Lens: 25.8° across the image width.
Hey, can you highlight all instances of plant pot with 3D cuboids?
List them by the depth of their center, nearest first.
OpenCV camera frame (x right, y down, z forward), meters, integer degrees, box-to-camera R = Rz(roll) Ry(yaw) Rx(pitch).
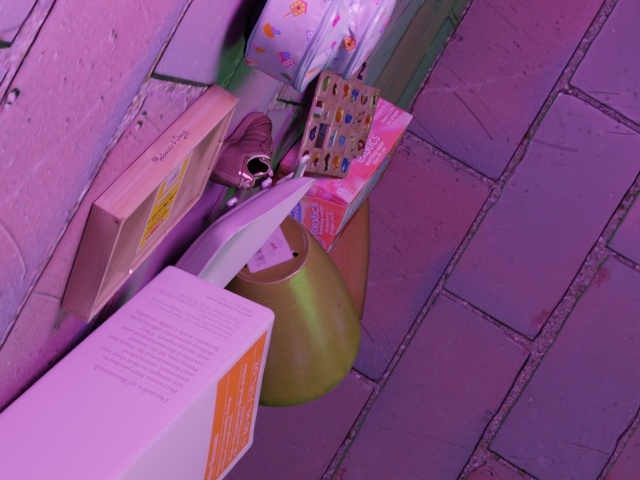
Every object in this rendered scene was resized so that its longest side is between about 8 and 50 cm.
[{"bbox_3d":[-0.075,0.089,2.298,0.275,0.274,0.293,-57,160,-25],"label":"plant pot"},{"bbox_3d":[0.000,0.000,2.674,0.237,0.237,0.254,56,50,-84],"label":"plant pot"}]

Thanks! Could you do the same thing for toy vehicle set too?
[{"bbox_3d":[-0.184,-0.044,1.533,0.267,0.035,0.166,-53,172,-48],"label":"toy vehicle set"}]

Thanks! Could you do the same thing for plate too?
[{"bbox_3d":[-0.149,0.029,1.939,0.278,0.045,0.277,-48,174,30],"label":"plate"}]

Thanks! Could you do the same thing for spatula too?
[{"bbox_3d":[-0.083,-0.072,2.050,0.168,0.019,0.242,-31,175,-9],"label":"spatula"}]

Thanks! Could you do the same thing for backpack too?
[{"bbox_3d":[0.001,-0.255,1.537,0.188,0.144,0.166,-53,178,-29],"label":"backpack"}]

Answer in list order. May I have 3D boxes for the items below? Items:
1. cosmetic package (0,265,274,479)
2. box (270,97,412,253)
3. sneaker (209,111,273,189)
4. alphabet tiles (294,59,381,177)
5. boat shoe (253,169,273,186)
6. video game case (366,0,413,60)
[{"bbox_3d":[-0.237,0.247,1.591,0.453,0.161,0.230,-45,153,-50],"label":"cosmetic package"},{"bbox_3d":[0.028,-0.130,2.471,0.300,0.142,0.154,-54,172,-45],"label":"box"},{"bbox_3d":[-0.092,-0.110,1.836,0.066,0.071,0.188,-63,173,31],"label":"sneaker"},{"bbox_3d":[0.036,-0.202,2.262,0.237,0.009,0.198,3,103,-66],"label":"alphabet tiles"},{"bbox_3d":[-0.096,-0.102,2.039,0.042,0.049,0.133,-24,-177,-3],"label":"boat shoe"},{"bbox_3d":[0.128,-0.431,2.325,0.329,0.036,0.300,-54,173,-37],"label":"video game case"}]
